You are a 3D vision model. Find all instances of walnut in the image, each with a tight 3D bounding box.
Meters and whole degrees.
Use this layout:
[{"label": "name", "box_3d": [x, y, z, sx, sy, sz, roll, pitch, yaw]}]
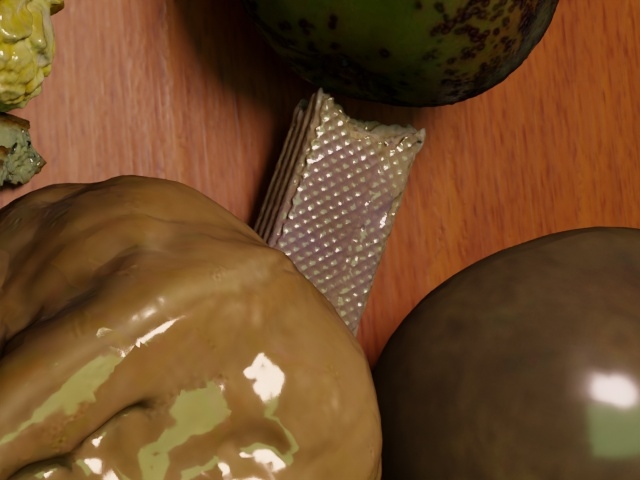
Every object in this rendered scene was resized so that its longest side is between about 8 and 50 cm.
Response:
[{"label": "walnut", "box_3d": [-0.153, 0.138, 1.030, 0.384, 0.383, 0.383, 4, 81, -27]}]

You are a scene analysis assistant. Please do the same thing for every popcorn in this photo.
[{"label": "popcorn", "box_3d": [-0.256, -0.165, 1.116, 0.162, 0.135, 0.141, -28, 74, -16]}]

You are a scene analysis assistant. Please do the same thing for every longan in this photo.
[{"label": "longan", "box_3d": [0.213, 0.151, 1.221, 0.361, 0.361, 0.361, 4, 81, -27]}]

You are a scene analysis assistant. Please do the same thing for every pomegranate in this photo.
[{"label": "pomegranate", "box_3d": [0.073, -0.282, 1.231, 0.285, 0.285, 0.340, 23, 71, -22]}]

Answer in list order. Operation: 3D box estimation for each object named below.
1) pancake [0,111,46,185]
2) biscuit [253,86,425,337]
[{"label": "pancake", "box_3d": [-0.316, -0.049, 1.032, 0.376, 0.197, 0.054, -10, 126, -52]}, {"label": "biscuit", "box_3d": [0.000, 0.000, 1.242, 0.108, 0.062, 0.239, 21, 86, -26]}]
